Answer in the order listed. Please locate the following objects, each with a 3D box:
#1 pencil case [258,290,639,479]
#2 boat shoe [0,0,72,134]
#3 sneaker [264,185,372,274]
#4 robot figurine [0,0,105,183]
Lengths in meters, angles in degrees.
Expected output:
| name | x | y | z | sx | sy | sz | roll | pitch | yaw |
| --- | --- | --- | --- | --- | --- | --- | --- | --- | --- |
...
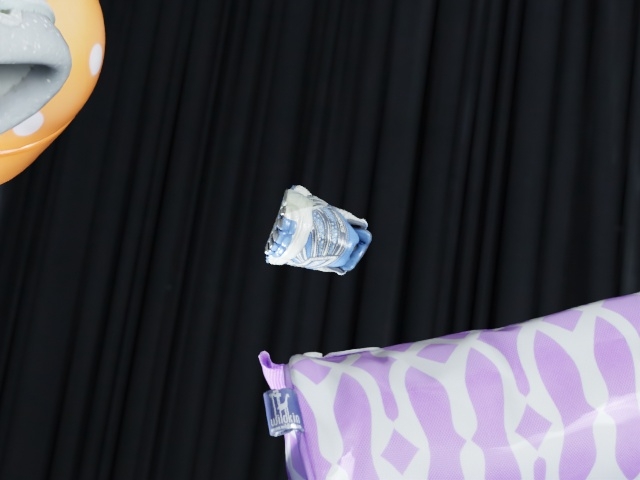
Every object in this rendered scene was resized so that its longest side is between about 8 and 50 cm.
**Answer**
| name | x | y | z | sx | sy | sz | roll | pitch | yaw |
| --- | --- | --- | --- | --- | --- | --- | --- | --- | --- |
| pencil case | 0.079 | 0.067 | 0.605 | 0.206 | 0.088 | 0.086 | -10 | 140 | -7 |
| boat shoe | -0.171 | 0.012 | 0.224 | 0.103 | 0.320 | 0.118 | 40 | 136 | 4 |
| sneaker | 0.000 | 0.000 | 0.913 | 0.058 | 0.052 | 0.135 | 20 | -175 | 0 |
| robot figurine | -0.192 | -0.095 | 0.812 | 0.158 | 0.128 | 0.219 | 0 | 169 | -24 |
